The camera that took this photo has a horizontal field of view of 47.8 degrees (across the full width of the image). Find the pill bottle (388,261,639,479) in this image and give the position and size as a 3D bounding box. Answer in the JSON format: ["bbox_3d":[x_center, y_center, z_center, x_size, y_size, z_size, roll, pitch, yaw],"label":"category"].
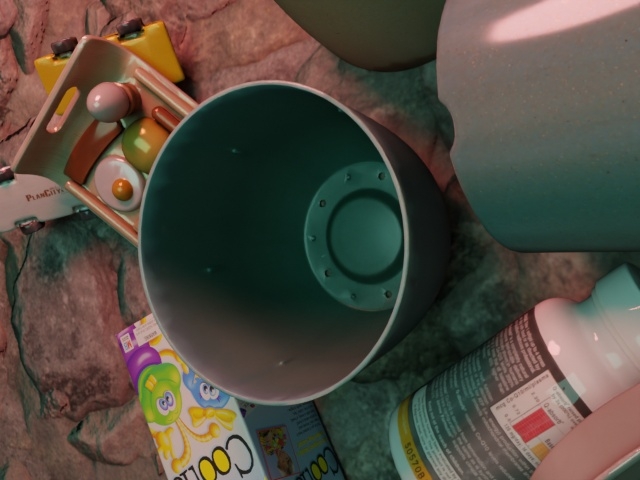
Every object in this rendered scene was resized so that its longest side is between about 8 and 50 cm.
[{"bbox_3d":[0.212,0.154,0.679,0.278,0.162,0.162,-42,73,25],"label":"pill bottle"}]

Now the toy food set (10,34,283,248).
[{"bbox_3d":[-0.224,-0.079,0.917,0.306,0.092,0.219,39,111,2],"label":"toy food set"}]

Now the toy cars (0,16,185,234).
[{"bbox_3d":[-0.331,-0.158,1.013,0.176,0.087,0.393,31,113,-11],"label":"toy cars"}]

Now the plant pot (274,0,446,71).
[{"bbox_3d":[0.019,-0.318,0.705,0.257,0.274,0.256,1,92,30],"label":"plant pot"}]

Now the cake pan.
[{"bbox_3d":[0.291,0.193,0.589,0.293,0.293,0.054,-50,39,22],"label":"cake pan"}]

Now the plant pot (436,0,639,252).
[{"bbox_3d":[0.292,-0.129,0.547,0.334,0.341,0.341,-9,88,38],"label":"plant pot"}]

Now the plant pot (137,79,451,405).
[{"bbox_3d":[0.000,0.000,0.750,0.293,0.235,0.292,1,92,29],"label":"plant pot"}]

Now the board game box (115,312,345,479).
[{"bbox_3d":[-0.108,0.205,0.872,0.142,0.144,0.275,-30,77,28],"label":"board game box"}]
